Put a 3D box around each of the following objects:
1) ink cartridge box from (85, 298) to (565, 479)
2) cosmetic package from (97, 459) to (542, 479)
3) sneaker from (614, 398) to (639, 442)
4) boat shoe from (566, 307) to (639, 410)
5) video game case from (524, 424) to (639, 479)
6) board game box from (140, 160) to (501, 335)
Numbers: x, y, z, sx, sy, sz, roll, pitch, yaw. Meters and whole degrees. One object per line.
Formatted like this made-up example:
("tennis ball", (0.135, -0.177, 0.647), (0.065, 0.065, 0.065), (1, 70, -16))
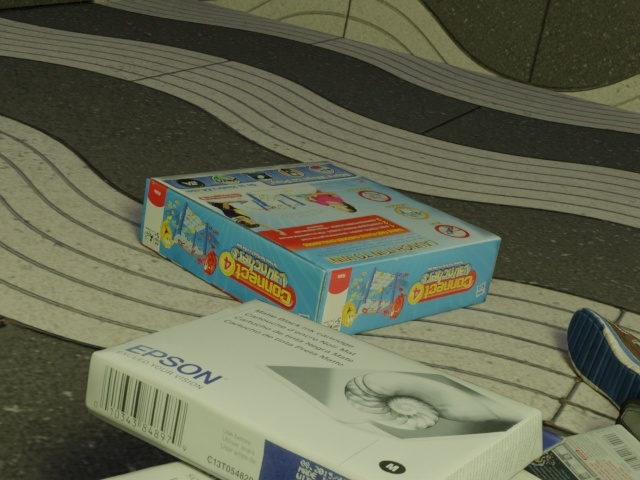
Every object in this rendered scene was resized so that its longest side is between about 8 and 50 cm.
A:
("ink cartridge box", (0.014, 0.096, 0.735), (0.223, 0.045, 0.224), (19, 19, 29))
("cosmetic package", (-0.049, 0.234, 0.607), (0.453, 0.161, 0.230), (-6, 24, -40))
("sneaker", (0.380, 0.171, 1.125), (0.276, 0.098, 0.135), (-6, 27, -37))
("boat shoe", (0.323, 0.135, 1.266), (0.066, 0.066, 0.183), (8, 28, -24))
("video game case", (0.213, 0.218, 0.957), (0.173, 0.022, 0.190), (-10, 25, -16))
("board game box", (0.000, 0.000, 1.429), (0.308, 0.086, 0.302), (-9, 27, -45))
